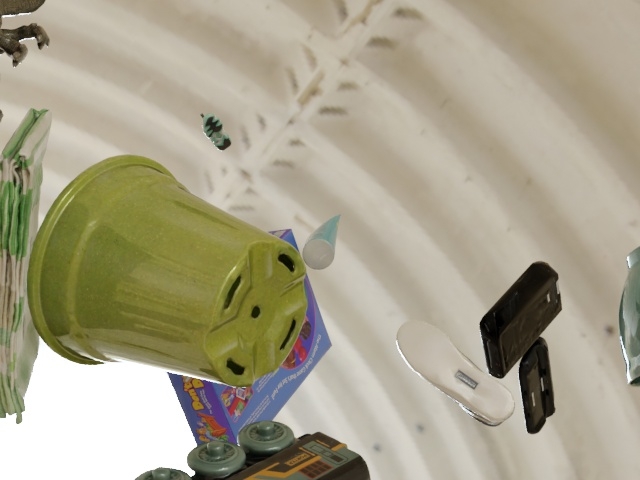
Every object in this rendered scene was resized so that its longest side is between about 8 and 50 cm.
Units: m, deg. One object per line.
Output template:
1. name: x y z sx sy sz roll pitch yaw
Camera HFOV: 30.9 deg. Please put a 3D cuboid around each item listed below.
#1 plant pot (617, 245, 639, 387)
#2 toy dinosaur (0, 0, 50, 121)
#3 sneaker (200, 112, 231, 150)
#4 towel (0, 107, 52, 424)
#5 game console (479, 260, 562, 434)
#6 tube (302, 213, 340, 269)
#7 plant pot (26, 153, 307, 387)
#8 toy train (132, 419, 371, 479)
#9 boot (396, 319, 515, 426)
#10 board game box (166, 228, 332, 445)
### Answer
1. plant pot: 0.583 0.088 1.780 0.293 0.293 0.196 -46 -125 59
2. toy dinosaur: -0.431 -0.234 1.388 0.160 0.313 0.121 26 -16 2
3. sneaker: -0.197 -0.207 2.049 0.069 0.038 0.098 54 -7 32
4. towel: -0.350 0.022 1.379 0.038 0.248 0.324 3 -71 -8
5. game console: 0.392 0.228 2.195 0.044 0.213 0.361 18 -44 38
6. tube: 0.000 0.000 1.974 0.052 0.080 0.207 55 9 -10
7. plant pot: -0.165 0.055 1.401 0.254 0.276 0.276 17 -34 35
8. toy train: -0.092 0.336 1.459 0.190 0.334 0.142 17 -65 42
9. boot: 0.179 0.189 1.592 0.190 0.069 0.086 41 -15 13
10. board game box: -0.116 0.161 1.882 0.078 0.347 0.233 -8 -68 30
